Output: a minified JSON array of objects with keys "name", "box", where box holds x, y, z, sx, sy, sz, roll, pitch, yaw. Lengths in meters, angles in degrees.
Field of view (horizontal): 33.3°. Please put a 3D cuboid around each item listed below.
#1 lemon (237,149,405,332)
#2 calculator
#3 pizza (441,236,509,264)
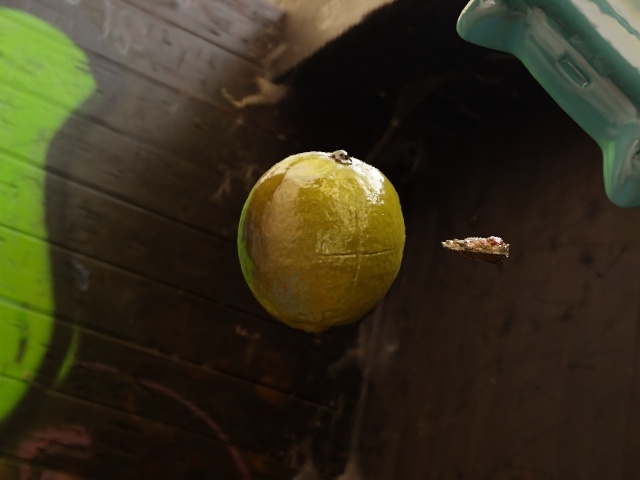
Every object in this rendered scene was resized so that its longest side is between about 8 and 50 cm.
[{"name":"lemon","box":[0.000,0.000,1.786,0.297,0.297,0.297,-42,-144,41]},{"name":"calculator","box":[0.314,-0.190,0.818,0.256,0.386,0.054,53,-22,22]},{"name":"pizza","box":[0.240,0.014,1.570,0.100,0.099,0.029,7,-101,27]}]
